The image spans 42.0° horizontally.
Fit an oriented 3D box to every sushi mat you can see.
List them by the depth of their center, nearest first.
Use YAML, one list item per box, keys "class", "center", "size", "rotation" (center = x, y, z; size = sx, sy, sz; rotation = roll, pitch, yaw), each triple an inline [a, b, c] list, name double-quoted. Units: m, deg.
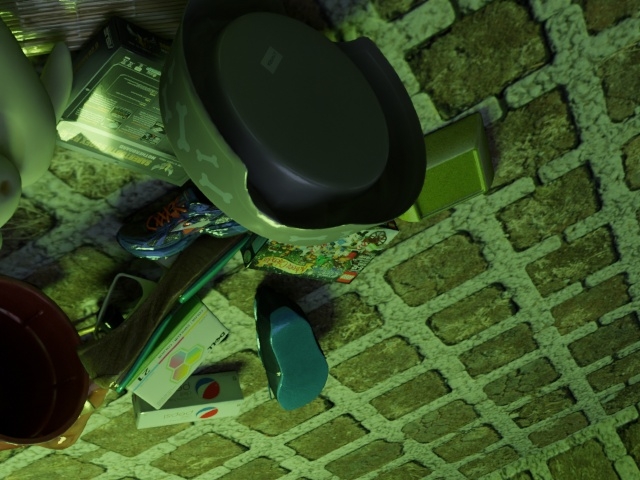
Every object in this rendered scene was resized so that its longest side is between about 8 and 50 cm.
- class: "sushi mat"
  center: [-0.280, -0.278, 0.960]
  size: [0.316, 0.019, 0.151]
  rotation: [-11, 143, -14]

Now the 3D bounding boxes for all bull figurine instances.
- class: "bull figurine"
  center: [-0.479, 0.287, 1.537]
  size: [0.188, 0.101, 0.310]
  rotation: [11, 128, -27]

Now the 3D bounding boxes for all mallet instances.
- class: "mallet"
  center: [-0.429, 0.170, 1.465]
  size: [0.189, 0.039, 0.062]
  rotation: [-23, 142, 10]

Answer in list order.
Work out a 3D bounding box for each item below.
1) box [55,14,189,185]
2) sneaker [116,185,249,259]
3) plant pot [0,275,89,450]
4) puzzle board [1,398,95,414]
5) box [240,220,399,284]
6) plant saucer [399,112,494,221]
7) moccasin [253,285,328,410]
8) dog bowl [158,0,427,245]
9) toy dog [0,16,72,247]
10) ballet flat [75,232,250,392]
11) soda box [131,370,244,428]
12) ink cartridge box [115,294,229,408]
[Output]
- class: "box"
  center: [-0.220, -0.170, 1.082]
  size: [0.183, 0.056, 0.231]
  rotation: [-38, 144, 30]
- class: "sneaker"
  center: [-0.206, -0.042, 1.273]
  size: [0.221, 0.083, 0.087]
  rotation: [-19, 132, -12]
- class: "plant pot"
  center: [-0.557, 0.233, 1.307]
  size: [0.265, 0.272, 0.272]
  rotation: [-30, 145, 27]
- class: "puzzle board"
  center: [-0.474, 0.289, 1.461]
  size: [0.128, 0.011, 0.096]
  rotation: [-20, 133, 2]
- class: "box"
  center: [0.000, 0.000, 1.447]
  size: [0.233, 0.044, 0.159]
  rotation: [11, 134, -36]
- class: "plant saucer"
  center: [0.205, -0.107, 1.410]
  size: [0.188, 0.045, 0.188]
  rotation: [-24, 145, 4]
- class: "moccasin"
  center: [-0.058, 0.206, 1.638]
  size: [0.137, 0.117, 0.342]
  rotation: [-23, 142, -18]
- class: "dog bowl"
  center: [-0.035, -0.149, 0.995]
  size: [0.348, 0.349, 0.102]
  rotation: [11, 145, -37]
- class: "toy dog"
  center: [-0.374, -0.195, 0.763]
  size: [0.395, 0.284, 0.408]
  rotation: [-28, 141, -39]
- class: "ballet flat"
  center: [-0.261, 0.078, 1.327]
  size: [0.342, 0.124, 0.116]
  rotation: [-50, -178, -8]
- class: "soda box"
  center: [-0.272, 0.326, 1.714]
  size: [0.216, 0.074, 0.069]
  rotation: [-3, 141, -23]
- class: "ink cartridge box"
  center: [-0.251, 0.205, 1.485]
  size: [0.189, 0.097, 0.255]
  rotation: [-48, 146, -12]
